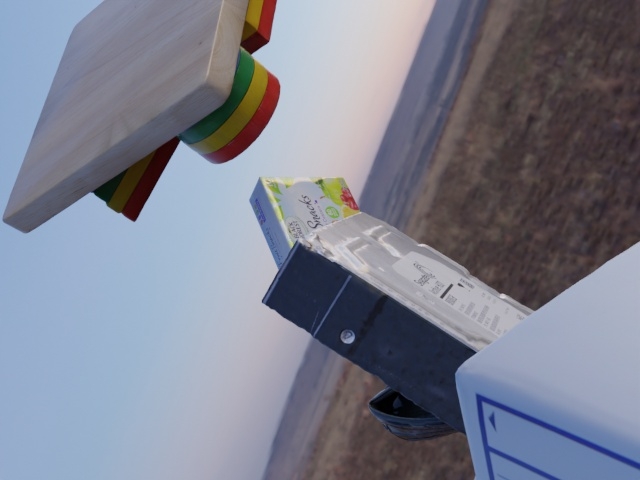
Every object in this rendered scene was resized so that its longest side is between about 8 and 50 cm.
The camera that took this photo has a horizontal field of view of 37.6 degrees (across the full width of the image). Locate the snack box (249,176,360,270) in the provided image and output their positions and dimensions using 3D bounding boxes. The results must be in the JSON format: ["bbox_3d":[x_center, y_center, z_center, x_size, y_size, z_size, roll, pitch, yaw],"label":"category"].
[{"bbox_3d":[0.000,0.000,0.917,0.037,0.100,0.141,-61,44,42],"label":"snack box"}]

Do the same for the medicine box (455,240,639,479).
[{"bbox_3d":[0.213,0.166,0.342,0.149,0.263,0.289,-30,-63,-28],"label":"medicine box"}]

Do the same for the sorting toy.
[{"bbox_3d":[-0.133,-0.139,0.811,0.257,0.089,0.255,-26,42,34],"label":"sorting toy"}]

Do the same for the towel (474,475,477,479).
[{"bbox_3d":[0.239,0.316,0.707,0.038,0.325,0.247,-36,-34,-41],"label":"towel"}]

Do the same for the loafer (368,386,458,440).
[{"bbox_3d":[0.146,0.162,0.984,0.223,0.078,0.076,-27,48,41],"label":"loafer"}]

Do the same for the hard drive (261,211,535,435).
[{"bbox_3d":[0.139,0.094,0.729,0.064,0.339,0.237,-61,-10,12],"label":"hard drive"}]
